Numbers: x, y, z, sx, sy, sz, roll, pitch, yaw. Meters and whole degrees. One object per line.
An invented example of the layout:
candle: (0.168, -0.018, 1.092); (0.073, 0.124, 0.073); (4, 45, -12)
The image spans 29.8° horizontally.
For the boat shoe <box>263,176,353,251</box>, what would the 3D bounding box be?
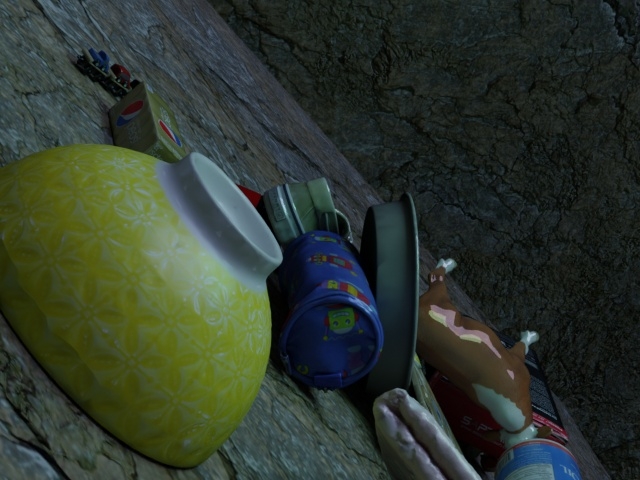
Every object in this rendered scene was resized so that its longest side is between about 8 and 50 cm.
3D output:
boat shoe: (0.000, 0.000, 1.724); (0.302, 0.094, 0.109); (59, 16, -68)

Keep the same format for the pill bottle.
pill bottle: (0.303, 0.376, 1.633); (0.124, 0.124, 0.221); (49, 18, -15)

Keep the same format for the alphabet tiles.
alphabet tiles: (0.192, 0.319, 1.594); (0.285, 0.011, 0.342); (-98, 162, -72)

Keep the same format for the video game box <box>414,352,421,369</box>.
video game box: (0.074, 0.110, 1.974); (0.205, 0.048, 0.187); (48, 8, -23)

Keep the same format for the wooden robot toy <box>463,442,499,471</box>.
wooden robot toy: (0.281, 0.362, 1.999); (0.173, 0.079, 0.076); (29, 42, 3)

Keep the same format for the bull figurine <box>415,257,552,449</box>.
bull figurine: (0.235, 0.173, 1.769); (0.310, 0.101, 0.188); (45, 33, -16)

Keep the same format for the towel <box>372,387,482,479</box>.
towel: (0.162, 0.297, 1.117); (0.317, 0.053, 0.332); (50, -10, 20)

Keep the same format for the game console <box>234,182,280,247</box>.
game console: (-0.109, -0.026, 1.702); (0.144, 0.085, 0.124); (-81, 163, -77)

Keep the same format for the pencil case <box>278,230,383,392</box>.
pencil case: (0.007, 0.085, 1.495); (0.119, 0.133, 0.306); (8, 15, -4)

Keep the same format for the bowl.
bowl: (-0.126, 0.020, 0.966); (0.289, 0.156, 0.289); (49, 9, -11)

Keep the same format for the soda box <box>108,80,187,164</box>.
soda box: (-0.205, -0.120, 1.427); (0.058, 0.061, 0.181); (47, 10, -30)

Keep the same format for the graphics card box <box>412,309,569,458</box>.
graphics card box: (0.269, 0.236, 2.012); (0.233, 0.094, 0.371); (27, 17, -7)

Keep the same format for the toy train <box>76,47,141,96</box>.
toy train: (-0.265, -0.211, 1.567); (0.027, 0.036, 0.158); (56, 10, 26)

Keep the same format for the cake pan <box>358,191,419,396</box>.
cake pan: (0.087, 0.079, 1.626); (0.293, 0.054, 0.293); (-177, -90, -86)
